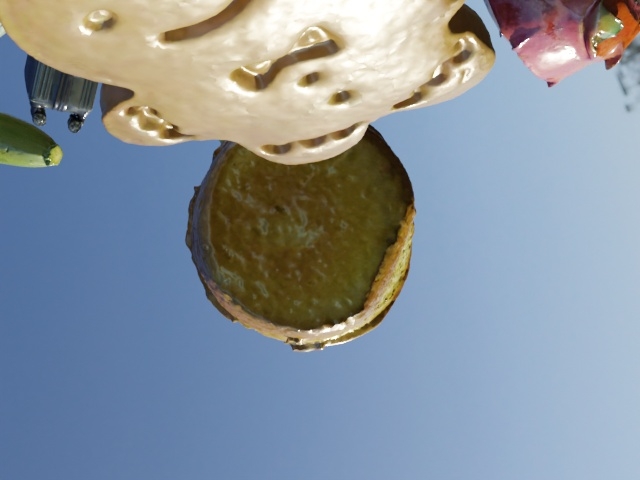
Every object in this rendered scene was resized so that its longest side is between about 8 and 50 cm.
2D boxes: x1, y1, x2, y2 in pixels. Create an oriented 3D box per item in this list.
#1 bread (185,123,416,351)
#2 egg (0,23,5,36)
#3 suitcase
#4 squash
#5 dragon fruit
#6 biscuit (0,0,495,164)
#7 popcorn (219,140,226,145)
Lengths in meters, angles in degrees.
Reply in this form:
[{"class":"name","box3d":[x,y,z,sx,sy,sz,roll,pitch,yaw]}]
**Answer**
[{"class":"bread","box3d":[-0.020,-0.018,1.346,0.146,0.268,0.268,127,120,-84]},{"class":"egg","box3d":[-0.518,-0.368,1.931,0.164,0.131,0.131,119,138,-62]},{"class":"suitcase","box3d":[-0.463,-0.376,2.378,0.128,0.312,0.202,11,-157,-20]},{"class":"squash","box3d":[-0.391,-0.122,1.466,0.066,0.201,0.066,16,-90,-85]},{"class":"dragon fruit","box3d":[0.327,-0.349,1.685,0.290,0.189,0.291,36,-136,-44]},{"class":"biscuit","box3d":[-0.037,-0.132,0.770,0.355,0.275,0.052,28,-136,-57]},{"class":"popcorn","box3d":[-0.038,-0.171,1.844,0.184,0.221,0.204,70,-175,-63]}]
